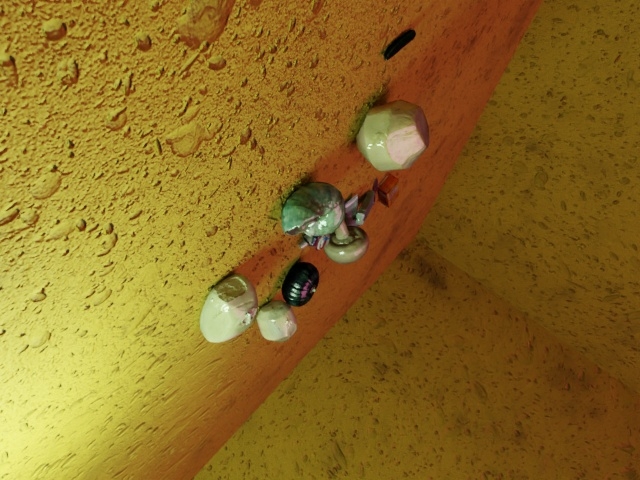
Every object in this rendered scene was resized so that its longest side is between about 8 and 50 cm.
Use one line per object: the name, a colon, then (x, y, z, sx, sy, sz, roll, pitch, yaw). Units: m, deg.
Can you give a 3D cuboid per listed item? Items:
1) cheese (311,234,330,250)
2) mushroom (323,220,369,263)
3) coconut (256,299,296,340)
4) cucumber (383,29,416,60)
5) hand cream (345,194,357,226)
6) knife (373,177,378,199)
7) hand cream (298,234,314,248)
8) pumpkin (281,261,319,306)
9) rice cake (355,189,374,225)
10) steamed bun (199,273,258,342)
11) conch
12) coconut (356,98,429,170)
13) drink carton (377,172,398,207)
cheese: (0.000, 0.000, 1.913, 0.145, 0.038, 0.095, -6, 123, -66)
mushroom: (0.105, -0.012, 2.137, 0.207, 0.207, 0.215, -42, 128, -33)
coconut: (-0.177, 0.353, 2.060, 0.171, 0.171, 0.183, -36, 113, -46)
cucumber: (0.245, -0.608, 1.503, 0.184, 0.033, 0.036, -45, 138, -27)
hand cream: (0.139, -0.111, 2.241, 0.085, 0.058, 0.331, -36, 155, -10)
knife: (0.266, -0.238, 2.376, 0.035, 0.018, 0.247, -44, 161, -20)
hand cream: (0.000, -0.064, 1.951, 0.257, 0.050, 0.084, -50, 161, -20)
pumpkin: (-0.079, 0.186, 2.056, 0.202, 0.140, 0.202, 21, 90, -78)
rice cake: (0.208, -0.149, 2.249, 0.226, 0.040, 0.085, -59, 160, -52)
steamed bun: (-0.287, 0.238, 1.579, 0.170, 0.152, 0.239, -34, 153, -47)
conch: (-0.022, -0.095, 1.619, 0.220, 0.195, 0.277, -44, -172, 6)
coconut: (0.243, -0.363, 1.699, 0.259, 0.259, 0.259, -47, 163, -19)
drink carton: (0.348, -0.253, 2.482, 0.096, 0.071, 0.223, -51, 163, -5)
